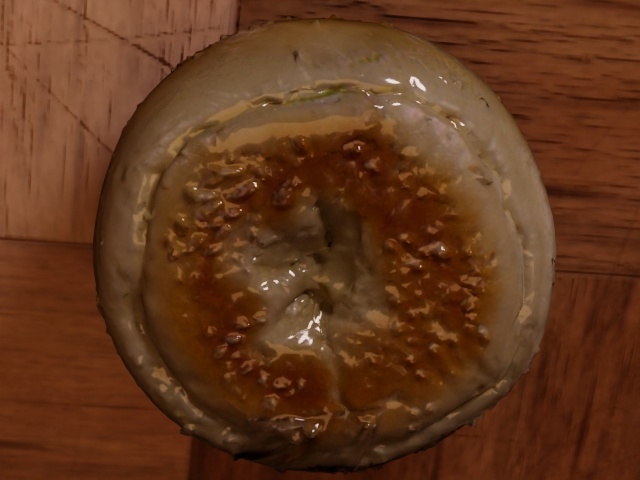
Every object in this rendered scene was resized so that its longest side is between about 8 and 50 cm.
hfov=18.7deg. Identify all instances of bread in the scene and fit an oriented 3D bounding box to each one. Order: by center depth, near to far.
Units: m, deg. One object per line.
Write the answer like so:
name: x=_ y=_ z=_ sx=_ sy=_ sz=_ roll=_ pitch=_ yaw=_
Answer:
bread: x=0.000 y=0.000 z=1.220 sx=0.306 sy=0.159 sz=0.305 roll=-3 pitch=118 yaw=-6
